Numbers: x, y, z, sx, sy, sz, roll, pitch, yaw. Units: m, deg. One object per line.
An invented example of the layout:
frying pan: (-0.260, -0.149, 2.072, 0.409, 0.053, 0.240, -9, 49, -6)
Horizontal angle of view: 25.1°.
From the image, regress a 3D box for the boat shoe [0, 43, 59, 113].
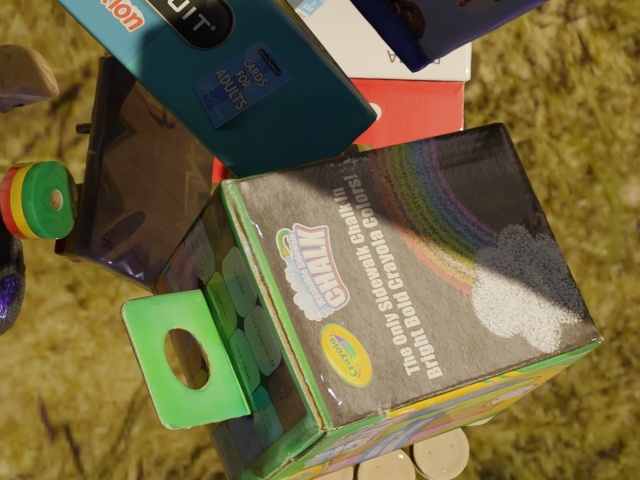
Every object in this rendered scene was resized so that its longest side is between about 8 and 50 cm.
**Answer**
boat shoe: (-0.445, -0.208, 1.851, 0.092, 0.103, 0.285, -33, 170, 18)

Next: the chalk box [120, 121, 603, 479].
chalk box: (0.004, 0.042, 0.721, 0.213, 0.132, 0.132, -14, 162, -27)

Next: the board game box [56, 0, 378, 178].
board game box: (-0.132, -0.194, 0.755, 0.079, 0.254, 0.336, -42, 121, 6)

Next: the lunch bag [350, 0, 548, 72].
lunch bag: (0.113, -0.354, 0.850, 0.328, 0.385, 0.239, -23, 137, 22)

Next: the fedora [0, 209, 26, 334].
fedora: (-0.424, 0.048, 1.579, 0.152, 0.334, 0.334, -9, 144, -41)

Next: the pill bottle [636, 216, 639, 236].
pill bottle: (0.345, 0.046, 1.046, 0.131, 0.131, 0.229, -35, 87, 25)

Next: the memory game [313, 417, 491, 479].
memory game: (0.024, 0.064, 0.834, 0.186, 0.186, 0.012, 11, 164, -19)

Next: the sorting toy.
sorting toy: (-0.121, -0.032, 0.946, 0.046, 0.132, 0.274, -3, 162, 26)

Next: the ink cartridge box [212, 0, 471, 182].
ink cartridge box: (0.018, -0.187, 1.587, 0.296, 0.066, 0.261, 2, 95, 3)

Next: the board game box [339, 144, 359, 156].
board game box: (0.000, 0.000, 1.698, 0.042, 0.243, 0.165, 13, 140, -41)
